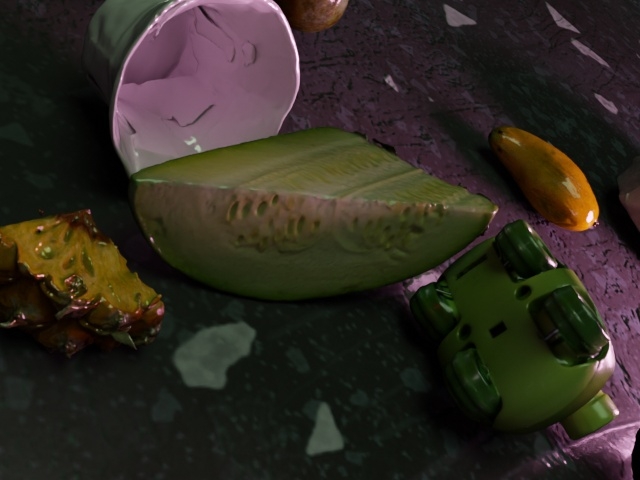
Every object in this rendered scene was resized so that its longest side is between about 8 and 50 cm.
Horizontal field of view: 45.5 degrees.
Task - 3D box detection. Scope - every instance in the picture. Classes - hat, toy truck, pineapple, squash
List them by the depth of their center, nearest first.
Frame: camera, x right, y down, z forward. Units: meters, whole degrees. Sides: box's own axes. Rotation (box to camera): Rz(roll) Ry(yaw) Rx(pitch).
[{"bbox_3d":[-0.173,0.028,0.525,0.137,0.069,0.116,29,32,-29],"label":"pineapple"},{"bbox_3d":[0.000,0.000,0.654,0.203,0.111,0.289,30,29,21],"label":"squash"},{"bbox_3d":[-0.127,-0.147,0.661,0.203,0.203,0.126,-10,43,-46],"label":"hat"},{"bbox_3d":[0.193,0.090,0.720,0.210,0.148,0.187,27,30,-52],"label":"toy truck"}]

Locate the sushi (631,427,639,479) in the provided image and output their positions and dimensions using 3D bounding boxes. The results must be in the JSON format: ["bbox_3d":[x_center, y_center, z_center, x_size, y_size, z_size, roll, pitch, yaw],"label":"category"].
[{"bbox_3d":[0.398,0.279,0.649,0.234,0.207,0.348,-3,47,-28],"label":"sushi"}]

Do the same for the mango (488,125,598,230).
[{"bbox_3d":[0.309,-0.086,1.049,0.190,0.075,0.098,48,31,22],"label":"mango"}]

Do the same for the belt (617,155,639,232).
[{"bbox_3d":[0.666,-0.005,1.191,0.436,0.173,0.300,27,41,-17],"label":"belt"}]

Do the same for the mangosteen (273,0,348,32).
[{"bbox_3d":[-0.081,-0.375,0.832,0.300,0.300,0.300,24,40,-21],"label":"mangosteen"}]
